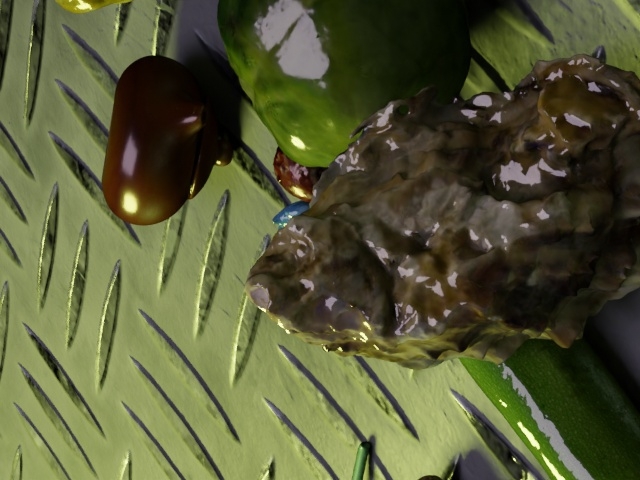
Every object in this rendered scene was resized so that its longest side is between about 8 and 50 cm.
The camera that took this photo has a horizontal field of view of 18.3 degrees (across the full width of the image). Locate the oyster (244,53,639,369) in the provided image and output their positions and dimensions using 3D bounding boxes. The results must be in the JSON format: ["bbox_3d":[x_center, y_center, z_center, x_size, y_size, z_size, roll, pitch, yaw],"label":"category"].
[{"bbox_3d":[0.112,-0.004,1.555,0.115,0.351,0.238,-99,-6,-78],"label":"oyster"}]

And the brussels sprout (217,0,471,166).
[{"bbox_3d":[0.013,-0.179,1.695,0.219,0.210,0.271,66,162,-5],"label":"brussels sprout"}]

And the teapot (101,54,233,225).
[{"bbox_3d":[-0.161,-0.093,2.100,0.252,0.135,0.178,115,167,-71],"label":"teapot"}]

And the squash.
[{"bbox_3d":[0.183,0.110,1.670,0.379,0.101,0.101,57,145,26],"label":"squash"}]

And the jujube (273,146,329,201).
[{"bbox_3d":[-0.007,-0.076,1.888,0.129,0.077,0.077,-128,26,-81],"label":"jujube"}]

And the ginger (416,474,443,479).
[{"bbox_3d":[0.135,0.292,1.848,0.204,0.080,0.104,28,121,52],"label":"ginger"}]

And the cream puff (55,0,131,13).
[{"bbox_3d":[-0.254,-0.353,2.070,0.194,0.194,0.221,32,126,47],"label":"cream puff"}]

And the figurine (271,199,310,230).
[{"bbox_3d":[0.000,0.000,1.920,0.114,0.079,0.114,21,159,8],"label":"figurine"}]

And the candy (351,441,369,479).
[{"bbox_3d":[0.015,0.342,2.071,0.083,0.091,0.305,38,128,46],"label":"candy"}]
